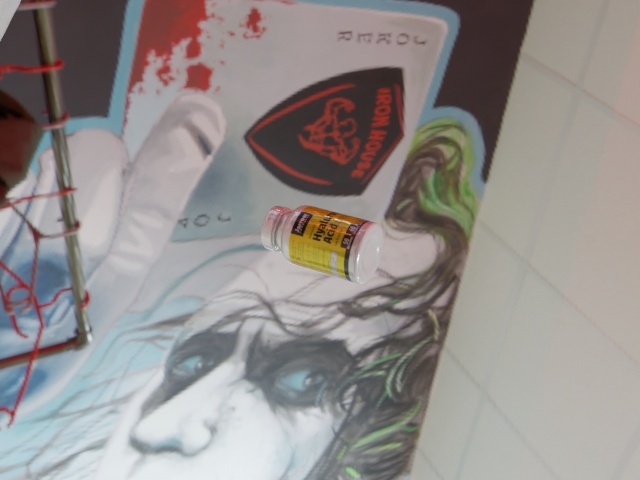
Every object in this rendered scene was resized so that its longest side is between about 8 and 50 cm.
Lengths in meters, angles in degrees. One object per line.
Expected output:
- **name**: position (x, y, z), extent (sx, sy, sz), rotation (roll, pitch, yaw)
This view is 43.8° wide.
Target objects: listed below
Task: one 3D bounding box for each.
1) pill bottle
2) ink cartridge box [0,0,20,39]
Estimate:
- **pill bottle**: position (0.000, 0.000, 0.816), extent (0.116, 0.065, 0.065), rotation (15, -59, 26)
- **ink cartridge box**: position (-0.251, -0.281, 0.525), extent (0.211, 0.122, 0.289), rotation (105, -8, -51)
